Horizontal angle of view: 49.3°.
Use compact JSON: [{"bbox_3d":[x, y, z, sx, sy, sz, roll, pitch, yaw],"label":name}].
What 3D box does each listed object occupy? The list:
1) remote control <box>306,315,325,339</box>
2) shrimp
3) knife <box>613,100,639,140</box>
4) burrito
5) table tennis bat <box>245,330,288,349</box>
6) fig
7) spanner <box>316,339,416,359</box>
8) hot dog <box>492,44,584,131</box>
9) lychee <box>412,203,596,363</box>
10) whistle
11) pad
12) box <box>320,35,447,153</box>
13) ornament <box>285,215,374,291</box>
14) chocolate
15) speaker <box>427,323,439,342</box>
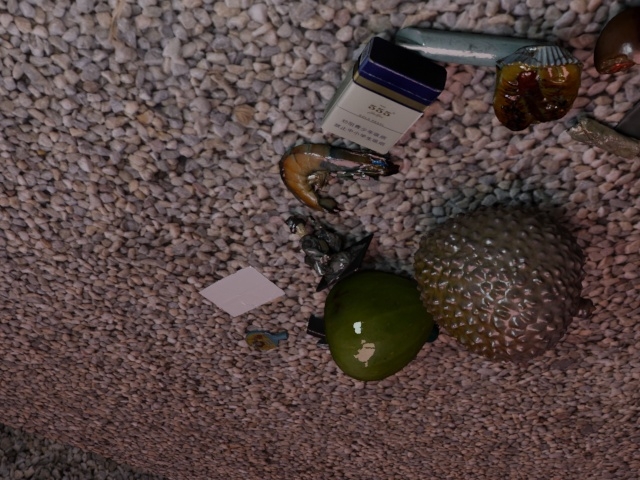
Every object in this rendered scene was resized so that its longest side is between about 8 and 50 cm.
[{"bbox_3d":[0.074,0.290,2.126,0.245,0.063,0.025,19,149,-13],"label":"remote control"},{"bbox_3d":[0.047,-0.139,1.656,0.290,0.054,0.222,1,137,14],"label":"shrimp"},{"bbox_3d":[0.684,-0.270,1.432,0.072,0.019,0.245,22,139,-13],"label":"knife"},{"bbox_3d":[0.605,-0.217,1.481,0.171,0.042,0.051,22,131,-10],"label":"burrito"},{"bbox_3d":[-0.170,0.316,2.230,0.155,0.019,0.100,-14,133,26],"label":"table tennis bat"},{"bbox_3d":[0.163,0.217,1.871,0.316,0.316,0.316,5,138,4],"label":"fig"},{"bbox_3d":[0.145,0.346,2.178,0.325,0.093,0.026,8,104,-9],"label":"spanner"},{"bbox_3d":[0.416,-0.286,1.342,0.162,0.082,0.270,2,165,13],"label":"hot dog"},{"bbox_3d":[0.423,0.102,1.638,0.432,0.380,0.380,16,140,16],"label":"lychee"},{"bbox_3d":[0.297,-0.370,1.353,0.312,0.062,0.062,6,138,2],"label":"whistle"},{"bbox_3d":[-0.235,0.155,2.071,0.232,0.004,0.156,-26,128,33],"label":"pad"},{"bbox_3d":[0.122,-0.288,1.423,0.168,0.071,0.259,21,151,-14],"label":"box"},{"bbox_3d":[0.000,0.000,1.774,0.196,0.166,0.153,45,127,-15],"label":"ornament"},{"bbox_3d":[0.564,-0.354,1.280,0.124,0.127,0.133,22,150,-39],"label":"chocolate"},{"bbox_3d":[0.319,0.256,2.047,0.075,0.060,0.094,28,135,-22],"label":"speaker"}]
